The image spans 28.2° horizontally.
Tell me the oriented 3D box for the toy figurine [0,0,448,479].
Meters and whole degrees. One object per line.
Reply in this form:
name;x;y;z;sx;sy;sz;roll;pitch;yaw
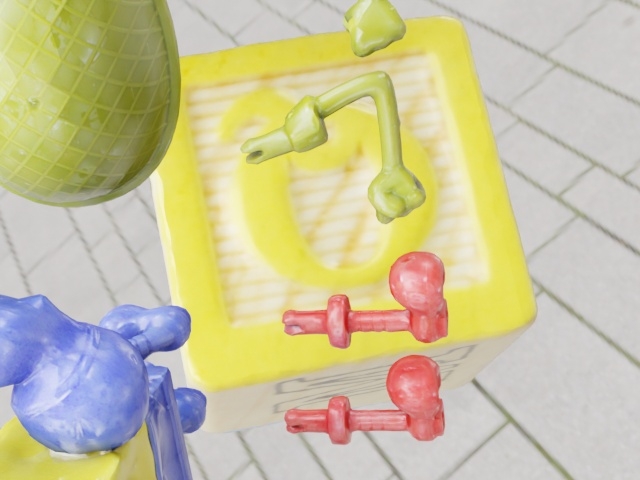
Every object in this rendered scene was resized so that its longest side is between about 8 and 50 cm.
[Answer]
toy figurine;-0.057;0.078;0.437;0.191;0.362;0.217;0;30;10

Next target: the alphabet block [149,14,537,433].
alphabet block;0.000;0.000;0.770;0.194;0.192;0.197;-12;-14;-7
